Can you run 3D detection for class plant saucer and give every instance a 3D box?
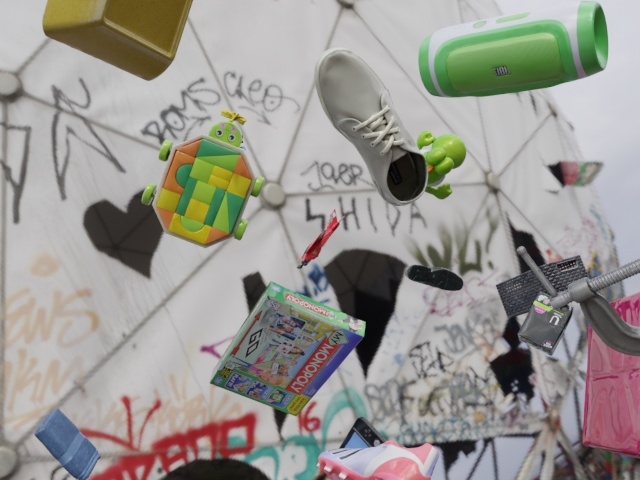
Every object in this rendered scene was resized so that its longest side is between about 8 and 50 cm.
[{"bbox_3d":[-0.336,-0.489,1.326,0.333,0.081,0.332,8,-77,-68],"label":"plant saucer"}]

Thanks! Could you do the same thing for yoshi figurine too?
[{"bbox_3d":[0.341,-0.236,2.210,0.204,0.203,0.362,17,-11,-16],"label":"yoshi figurine"}]

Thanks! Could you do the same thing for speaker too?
[{"bbox_3d":[0.323,-0.320,1.196,0.297,0.131,0.131,-2,-1,35],"label":"speaker"}]

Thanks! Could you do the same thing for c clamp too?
[{"bbox_3d":[0.258,0.034,0.546,0.161,0.137,0.022,-25,20,32],"label":"c clamp"}]

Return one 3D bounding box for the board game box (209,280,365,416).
[{"bbox_3d":[-0.075,0.236,1.468,0.317,0.214,0.046,-56,15,38],"label":"board game box"}]

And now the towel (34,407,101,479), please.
[{"bbox_3d":[-0.421,0.341,1.169,0.029,0.119,0.067,-29,17,20],"label":"towel"}]

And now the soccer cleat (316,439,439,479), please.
[{"bbox_3d":[0.083,0.345,1.073,0.095,0.083,0.248,-43,11,-28],"label":"soccer cleat"}]

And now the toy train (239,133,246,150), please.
[{"bbox_3d":[-0.277,-0.224,1.862,0.080,0.105,0.184,57,-133,-31],"label":"toy train"}]

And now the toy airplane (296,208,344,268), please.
[{"bbox_3d":[0.000,0.000,1.366,0.151,0.028,0.151,-54,3,4],"label":"toy airplane"}]

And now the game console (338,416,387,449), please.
[{"bbox_3d":[0.057,0.402,1.218,0.085,0.124,0.144,-2,-53,-49],"label":"game console"}]

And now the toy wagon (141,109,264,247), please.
[{"bbox_3d":[-0.279,-0.161,1.755,0.068,0.267,0.344,-105,36,-79],"label":"toy wagon"}]

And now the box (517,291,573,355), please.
[{"bbox_3d":[0.375,0.139,1.171,0.083,0.062,0.052,-59,-26,-8],"label":"box"}]

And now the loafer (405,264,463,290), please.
[{"bbox_3d":[0.326,0.105,2.018,0.061,0.170,0.062,150,137,-80],"label":"loafer"}]

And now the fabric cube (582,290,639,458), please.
[{"bbox_3d":[0.597,0.233,1.144,0.254,0.259,0.258,6,-13,2],"label":"fabric cube"}]

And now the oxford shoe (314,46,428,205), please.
[{"bbox_3d":[0.138,-0.269,1.710,0.169,0.130,0.449,-35,-67,-8],"label":"oxford shoe"}]

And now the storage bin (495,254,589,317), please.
[{"bbox_3d":[0.495,0.105,1.563,0.122,0.084,0.180,-12,-14,-30],"label":"storage bin"}]
